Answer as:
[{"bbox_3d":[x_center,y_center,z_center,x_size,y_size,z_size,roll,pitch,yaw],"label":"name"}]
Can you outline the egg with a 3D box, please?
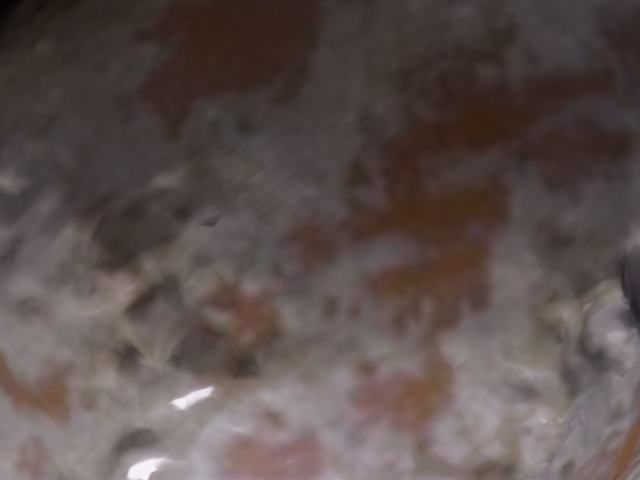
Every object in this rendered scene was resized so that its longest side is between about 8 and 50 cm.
[{"bbox_3d":[0.000,0.000,0.417,0.245,0.203,0.203,-25,151,5],"label":"egg"}]
